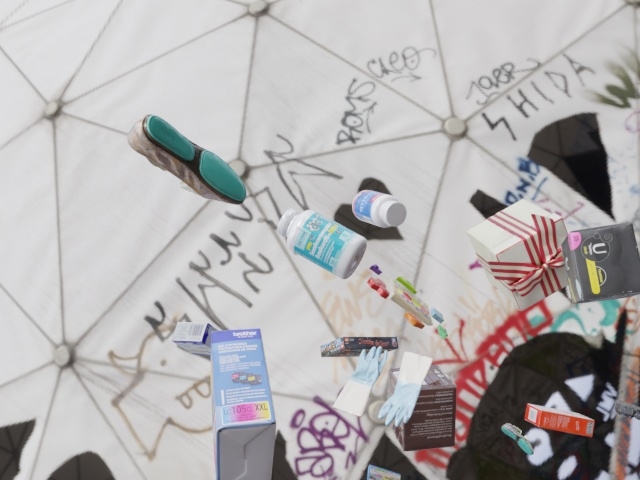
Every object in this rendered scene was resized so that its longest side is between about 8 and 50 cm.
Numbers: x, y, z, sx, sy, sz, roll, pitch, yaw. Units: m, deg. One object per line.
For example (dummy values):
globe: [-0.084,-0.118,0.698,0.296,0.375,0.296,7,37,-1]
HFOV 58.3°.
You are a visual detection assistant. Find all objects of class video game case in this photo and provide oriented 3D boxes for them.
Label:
video game case: [0.216,0.874,1.997,0.166,0.119,0.015,-73,1,-54]

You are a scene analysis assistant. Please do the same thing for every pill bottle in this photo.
pill bottle: [0.223,-0.116,2.148,0.124,0.221,0.124,-6,-76,-27]
pill bottle: [0.000,0.000,1.768,0.146,0.264,0.146,-55,-17,-25]

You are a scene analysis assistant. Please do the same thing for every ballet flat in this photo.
ballet flat: [-0.309,-0.174,1.325,0.316,0.106,0.107,41,-138,-36]
ballet flat: [0.604,0.595,1.736,0.041,0.114,0.041,-33,-35,-26]

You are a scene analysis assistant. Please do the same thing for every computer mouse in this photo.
computer mouse: [0.930,0.519,1.686,0.242,0.071,0.041,14,-88,-81]

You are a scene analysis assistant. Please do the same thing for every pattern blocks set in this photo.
pattern blocks set: [0.280,0.194,1.846,0.026,0.325,0.285,-48,4,18]

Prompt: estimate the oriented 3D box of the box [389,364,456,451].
box: [0.314,0.517,1.787,0.167,0.168,0.203,-4,-79,-8]

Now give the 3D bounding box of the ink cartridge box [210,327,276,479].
ink cartridge box: [-0.223,0.428,1.569,0.151,0.395,0.269,-1,-55,-11]

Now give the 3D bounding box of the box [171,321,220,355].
box: [-0.406,0.334,1.939,0.137,0.126,0.072,52,-138,-51]

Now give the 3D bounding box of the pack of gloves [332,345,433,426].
pack of gloves: [0.168,0.385,1.507,0.232,0.195,0.046,-55,-35,-42]

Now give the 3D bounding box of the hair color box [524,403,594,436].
hair color box: [0.582,0.437,1.397,0.072,0.141,0.043,161,120,-82]

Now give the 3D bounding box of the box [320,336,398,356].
box: [0.139,0.383,2.061,0.233,0.044,0.159,6,-23,-30]

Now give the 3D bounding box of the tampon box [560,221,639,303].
tampon box: [0.497,0.046,1.020,0.161,0.102,0.120,26,-125,-70]

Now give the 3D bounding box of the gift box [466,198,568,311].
gift box: [0.616,0.034,1.767,0.255,0.258,0.276,-35,-66,2]
